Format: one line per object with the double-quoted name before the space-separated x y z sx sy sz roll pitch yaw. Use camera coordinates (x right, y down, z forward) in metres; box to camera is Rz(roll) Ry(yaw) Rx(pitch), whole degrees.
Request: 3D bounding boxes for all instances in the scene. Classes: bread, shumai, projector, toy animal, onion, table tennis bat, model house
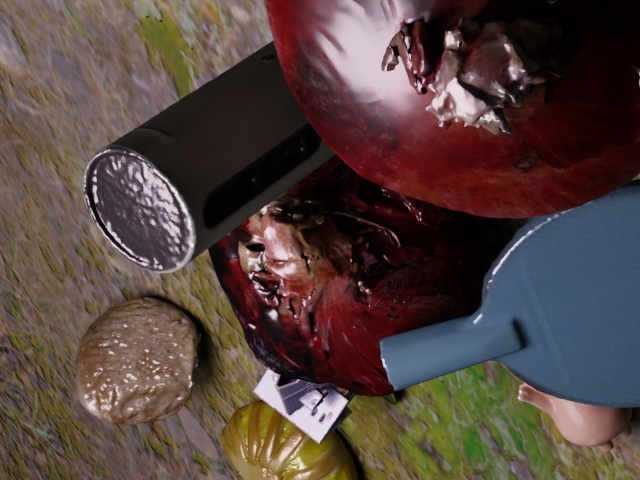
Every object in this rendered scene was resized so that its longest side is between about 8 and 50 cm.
"bread" -0.025 0.216 1.934 0.157 0.083 0.094 42 128 12
"shumai" -0.187 0.135 2.001 0.145 0.145 0.116 35 163 19
"projector" -0.036 -0.097 1.480 0.108 0.337 0.108 23 131 29
"toy animal" 0.224 0.119 1.610 0.089 0.083 0.150 -8 126 33
"onion" 0.115 -0.160 1.313 0.347 0.285 0.347 4 118 8
"table tennis bat" 0.207 0.056 1.477 0.329 0.044 0.215 -16 125 14
"onion" 0.011 0.001 1.621 0.281 0.281 0.221 39 107 14
"model house" 0.000 0.133 1.774 0.117 0.088 0.167 37 167 14
